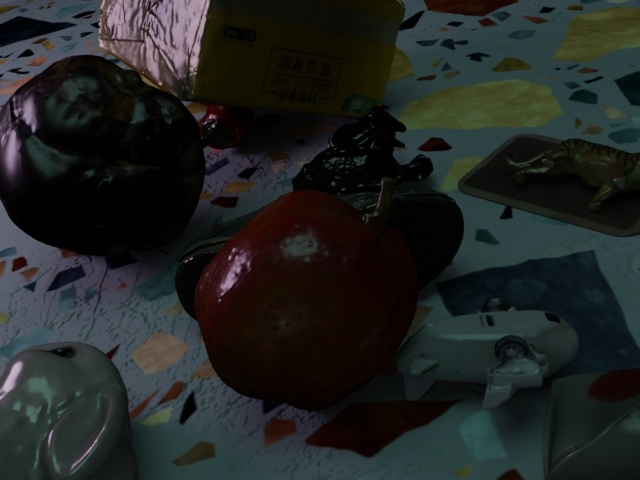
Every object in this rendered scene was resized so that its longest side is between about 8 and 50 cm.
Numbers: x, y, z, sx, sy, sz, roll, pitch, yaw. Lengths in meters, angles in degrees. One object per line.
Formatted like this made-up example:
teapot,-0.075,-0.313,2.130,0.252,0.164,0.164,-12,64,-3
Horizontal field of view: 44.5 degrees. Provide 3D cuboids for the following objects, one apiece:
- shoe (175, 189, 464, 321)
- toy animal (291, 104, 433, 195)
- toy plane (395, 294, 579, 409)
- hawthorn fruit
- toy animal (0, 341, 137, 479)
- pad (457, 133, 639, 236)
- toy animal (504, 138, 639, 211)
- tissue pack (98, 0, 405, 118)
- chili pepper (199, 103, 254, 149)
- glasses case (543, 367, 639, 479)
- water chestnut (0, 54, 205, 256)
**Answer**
shoe,0.000,0.000,0.942,0.337,0.132,0.171,-13,24,7
toy animal,0.052,-0.089,1.085,0.180,0.116,0.218,-32,32,27
toy plane,0.159,0.109,0.751,0.174,0.080,0.174,-10,15,3
hawthorn fruit,-0.001,0.042,0.753,0.205,0.253,0.205,26,32,-18
toy animal,-0.294,0.216,0.685,0.258,0.193,0.357,-1,27,36
pad,0.328,-0.081,1.030,0.266,0.002,0.176,21,47,41
toy animal,0.346,-0.087,0.987,0.099,0.056,0.241,-30,35,-33
tissue pack,-0.104,-0.335,1.220,0.382,0.228,0.293,-3,30,-45
chili pepper,-0.179,-0.227,1.372,0.137,0.091,0.368,-29,26,4
glasses case,0.335,0.139,0.636,0.308,0.083,0.128,-6,35,12
water chestnut,-0.300,-0.102,1.061,0.289,0.289,0.244,-30,7,-22
